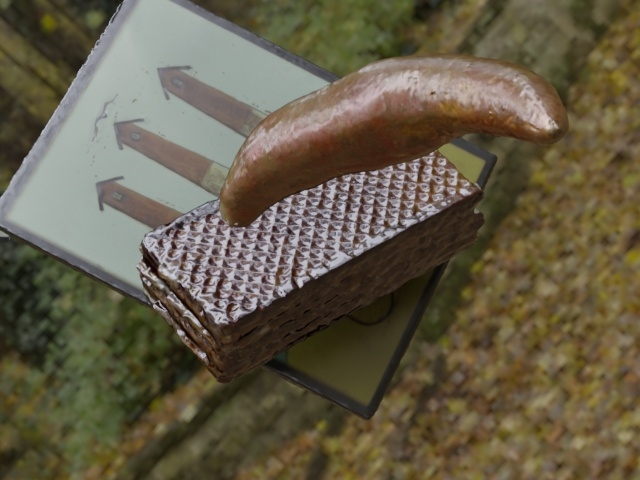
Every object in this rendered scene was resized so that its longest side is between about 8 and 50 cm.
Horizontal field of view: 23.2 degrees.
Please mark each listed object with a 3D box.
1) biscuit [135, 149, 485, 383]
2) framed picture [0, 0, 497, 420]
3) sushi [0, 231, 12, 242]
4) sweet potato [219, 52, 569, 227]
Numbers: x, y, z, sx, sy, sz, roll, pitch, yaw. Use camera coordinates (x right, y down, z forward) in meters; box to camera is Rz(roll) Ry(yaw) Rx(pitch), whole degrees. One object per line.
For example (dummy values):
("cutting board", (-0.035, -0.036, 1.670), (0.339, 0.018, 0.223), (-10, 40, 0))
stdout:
("biscuit", (0.000, 0.000, 1.120), (0.252, 0.106, 0.070), (-27, -34, -26))
("framed picture", (-0.054, -0.038, 1.202), (0.244, 0.324, 0.013), (-63, 0, -22))
("sushi", (-0.476, -0.056, 1.586), (0.280, 0.192, 0.043), (-13, -11, -31))
("sweet potato", (0.035, -0.061, 0.815), (0.255, 0.058, 0.078), (-11, 44, 45))
